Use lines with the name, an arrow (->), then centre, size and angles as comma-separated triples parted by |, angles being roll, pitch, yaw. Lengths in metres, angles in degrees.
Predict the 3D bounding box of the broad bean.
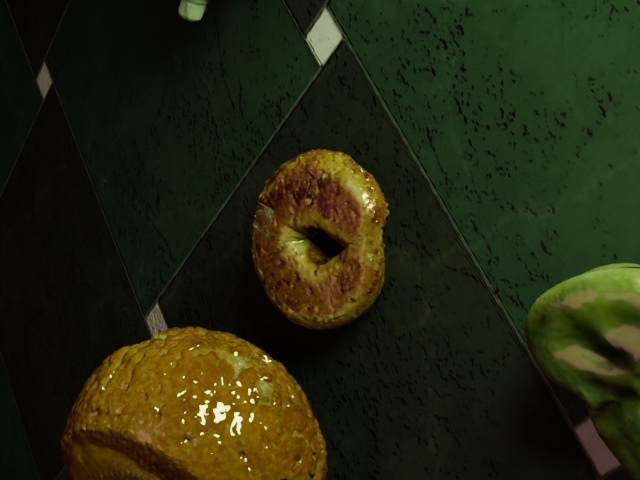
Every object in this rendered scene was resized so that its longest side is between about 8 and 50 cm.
broad bean -> 0.248, 0.102, 0.680 | 0.207, 0.072, 0.153 | 46, 129, 23

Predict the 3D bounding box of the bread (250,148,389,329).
bread -> 0.000, 0.000, 0.966 | 0.193, 0.064, 0.193 | 5, 97, 43

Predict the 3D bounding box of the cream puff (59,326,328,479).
cream puff -> -0.122, 0.222, 0.999 | 0.303, 0.212, 0.303 | 20, 133, 23

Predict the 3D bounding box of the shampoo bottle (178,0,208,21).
shampoo bottle -> -0.100, -0.351, 0.980 | 0.085, 0.085, 0.262 | 50, 128, 35
